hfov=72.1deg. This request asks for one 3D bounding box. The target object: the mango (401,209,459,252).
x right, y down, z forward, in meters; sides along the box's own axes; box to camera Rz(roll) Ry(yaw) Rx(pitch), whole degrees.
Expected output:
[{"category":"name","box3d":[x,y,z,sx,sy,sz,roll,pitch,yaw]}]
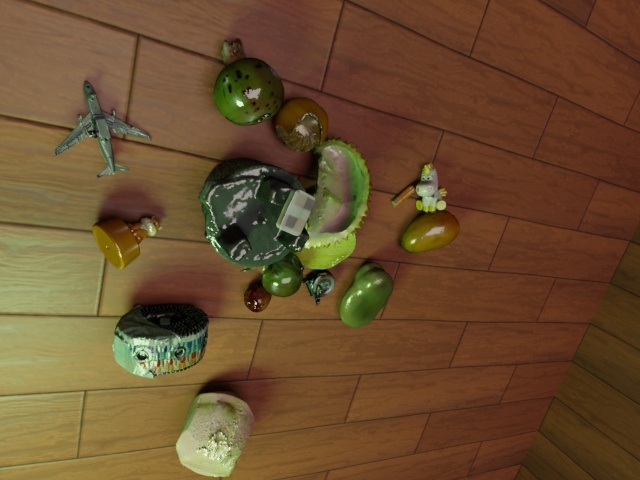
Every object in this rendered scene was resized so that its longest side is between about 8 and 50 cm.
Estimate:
[{"category":"mango","box3d":[0.397,-0.032,1.595,0.221,0.120,0.152,-16,131,-11]}]

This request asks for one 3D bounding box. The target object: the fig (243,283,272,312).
[{"category":"fig","box3d":[-0.184,0.173,1.412,0.125,0.088,0.089,-31,125,-40]}]

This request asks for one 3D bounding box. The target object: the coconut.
[{"category":"coconut","box3d":[-0.330,0.611,1.432,0.233,0.245,0.233,7,135,7]}]

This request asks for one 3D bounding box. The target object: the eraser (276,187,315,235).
[{"category":"eraser","box3d":[-0.059,-0.068,1.068,0.065,0.026,0.105,25,92,-33]}]

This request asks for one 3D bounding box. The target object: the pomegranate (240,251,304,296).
[{"category":"pomegranate","box3d":[-0.144,0.089,1.359,0.191,0.152,0.131,28,105,-13]}]

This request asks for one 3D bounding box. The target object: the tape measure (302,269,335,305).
[{"category":"tape measure","box3d":[0.016,0.158,1.454,0.107,0.180,0.104,-30,106,-12]}]

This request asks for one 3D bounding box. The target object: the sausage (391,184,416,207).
[{"category":"sausage","box3d":[0.296,-0.160,1.540,0.107,0.031,0.031,-41,124,-6]}]

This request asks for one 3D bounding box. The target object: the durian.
[{"category":"durian","box3d":[0.047,-0.138,1.260,0.169,0.158,0.352,18,67,-35]}]

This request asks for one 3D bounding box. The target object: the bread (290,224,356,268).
[{"category":"bread","box3d":[0.000,0.000,1.410,0.228,0.033,0.229,-3,126,-4]}]

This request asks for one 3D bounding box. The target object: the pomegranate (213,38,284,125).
[{"category":"pomegranate","box3d":[-0.187,-0.393,1.120,0.179,0.211,0.179,-13,152,-7]}]

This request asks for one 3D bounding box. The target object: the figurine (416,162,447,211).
[{"category":"figurine","box3d":[0.385,-0.186,1.552,0.130,0.109,0.178,-53,129,-31]}]

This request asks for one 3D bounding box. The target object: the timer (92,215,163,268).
[{"category":"timer","box3d":[-0.489,-0.017,1.152,0.152,0.132,0.132,-36,127,-37]}]

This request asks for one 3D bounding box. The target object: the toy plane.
[{"category":"toy plane","box3d":[-0.523,-0.261,1.048,0.226,0.058,0.226,-23,122,-36]}]

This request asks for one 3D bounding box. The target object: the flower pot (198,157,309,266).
[{"category":"flower pot","box3d":[-0.192,-0.079,1.167,0.299,0.283,0.299,-12,117,-24]}]

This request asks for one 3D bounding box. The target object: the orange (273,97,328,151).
[{"category":"orange","box3d":[-0.051,-0.322,1.228,0.156,0.134,0.157,-4,102,-19]}]

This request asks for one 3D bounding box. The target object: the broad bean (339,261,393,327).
[{"category":"broad bean","box3d":[0.166,0.201,1.594,0.189,0.121,0.263,11,120,-35]}]

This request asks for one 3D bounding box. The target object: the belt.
[{"category":"belt","box3d":[-0.445,0.275,1.234,0.257,0.207,0.150,-2,110,-35]}]

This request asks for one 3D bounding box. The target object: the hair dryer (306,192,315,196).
[{"category":"hair dryer","box3d":[0.056,-0.171,1.398,0.224,0.088,0.219,29,89,-19]}]
